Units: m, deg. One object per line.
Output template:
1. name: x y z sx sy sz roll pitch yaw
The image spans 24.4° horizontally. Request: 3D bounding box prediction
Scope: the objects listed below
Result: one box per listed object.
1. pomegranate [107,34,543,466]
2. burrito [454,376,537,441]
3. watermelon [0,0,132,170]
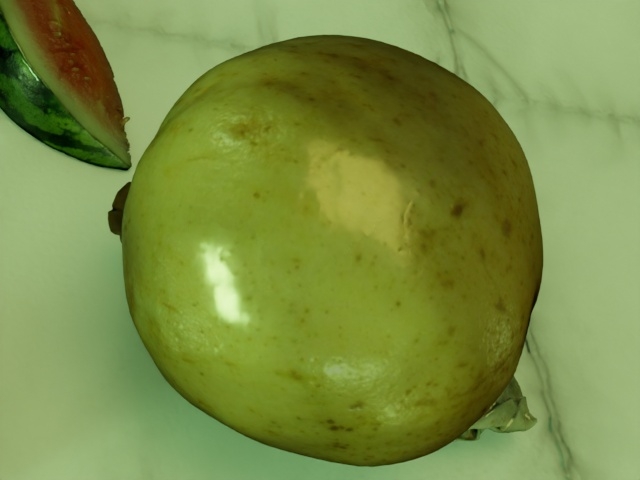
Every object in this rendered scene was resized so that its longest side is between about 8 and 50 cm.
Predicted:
1. pomegranate: 0.013 0.010 0.992 0.307 0.307 0.307 14 50 -17
2. burrito: 0.084 0.035 1.152 0.082 0.059 0.275 1 54 -35
3. watermelon: -0.218 -0.161 1.156 0.119 0.063 0.245 0 53 -43
